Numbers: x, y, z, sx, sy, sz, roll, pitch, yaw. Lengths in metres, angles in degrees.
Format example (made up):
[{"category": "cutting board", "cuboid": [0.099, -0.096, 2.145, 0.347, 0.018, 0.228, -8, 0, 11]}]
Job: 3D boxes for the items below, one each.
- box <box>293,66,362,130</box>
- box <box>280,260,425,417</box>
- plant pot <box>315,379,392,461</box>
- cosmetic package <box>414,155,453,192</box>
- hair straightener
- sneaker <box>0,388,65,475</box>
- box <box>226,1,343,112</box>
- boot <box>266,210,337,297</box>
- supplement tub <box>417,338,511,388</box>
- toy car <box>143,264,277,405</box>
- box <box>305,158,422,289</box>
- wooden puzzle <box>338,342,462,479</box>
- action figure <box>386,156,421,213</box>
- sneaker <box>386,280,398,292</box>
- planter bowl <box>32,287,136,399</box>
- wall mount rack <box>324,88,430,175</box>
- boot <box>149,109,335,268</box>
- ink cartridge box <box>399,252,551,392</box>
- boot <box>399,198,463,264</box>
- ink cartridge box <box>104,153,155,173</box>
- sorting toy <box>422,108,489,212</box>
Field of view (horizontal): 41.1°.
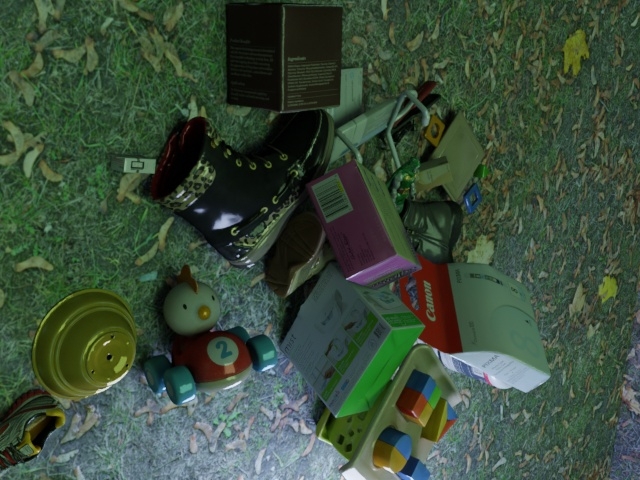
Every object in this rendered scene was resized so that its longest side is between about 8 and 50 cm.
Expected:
[{"category": "box", "cuboid": [0.018, -0.307, 1.896, 0.186, 0.038, 0.145, -17, 115, -41]}, {"category": "box", "cuboid": [0.062, 0.216, 1.902, 0.127, 0.231, 0.261, 1, 126, -46]}, {"category": "plant pot", "cuboid": [0.134, 0.454, 2.129, 0.228, 0.207, 0.227, 35, 77, -46]}, {"category": "cosmetic package", "cuboid": [0.272, -0.165, 2.152, 0.115, 0.041, 0.060, -18, 123, 8]}, {"category": "hair straightener", "cuboid": [0.224, -0.292, 2.106, 0.230, 0.047, 0.089, -50, 132, -23]}, {"category": "sneaker", "cuboid": [-0.542, 0.355, 1.481, 0.225, 0.093, 0.088, -47, 131, -25]}, {"category": "box", "cuboid": [-0.071, -0.365, 1.690, 0.167, 0.169, 0.203, -14, 112, -42]}, {"category": "boot", "cuboid": [0.000, 0.000, 1.869, 0.203, 0.095, 0.262, -30, 156, -38]}, {"category": "supplement tub", "cuboid": [0.421, 0.276, 2.321, 0.191, 0.272, 0.191, -17, 114, -42]}, {"category": "toy car", "cuboid": [-0.237, 0.166, 1.678, 0.219, 0.210, 0.237, -19, 103, -29]}, {"category": "box", "cuboid": [0.094, -0.026, 1.760, 0.213, 0.117, 0.243, 67, 14, 14]}, {"category": "wooden puzzle", "cuboid": [0.212, 0.451, 1.973, 0.347, 0.081, 0.322, -55, 141, -18]}, {"category": "action figure", "cuboid": [0.178, -0.106, 1.991, 0.137, 0.063, 0.232, -25, 151, -38]}, {"category": "sneaker", "cuboid": [0.106, 0.144, 2.072, 0.136, 0.116, 0.313, -24, 119, -38]}, {"category": "planter bowl", "cuboid": [-0.410, 0.204, 1.574, 0.217, 0.090, 0.217, -16, 113, -42]}, {"category": "wall mount rack", "cuboid": [0.114, -0.186, 1.956, 0.350, 0.130, 0.304, -33, 162, -22]}, {"category": "boot", "cuboid": [-0.150, -0.157, 1.695, 0.284, 0.138, 0.377, 37, 86, -45]}, {"category": "ink cartridge box", "cuboid": [0.361, 0.160, 2.050, 0.385, 0.091, 0.308, 29, 36, -23]}, {"category": "boot", "cuboid": [0.247, 0.054, 2.213, 0.223, 0.118, 0.337, -3, 98, -39]}, {"category": "ink cartridge box", "cuboid": [-0.350, -0.140, 1.559, 0.083, 0.048, 0.028, -1, 103, -45]}, {"category": "sorting toy", "cuboid": [0.351, -0.222, 2.265, 0.347, 0.047, 0.196, 49, 63, -42]}]
